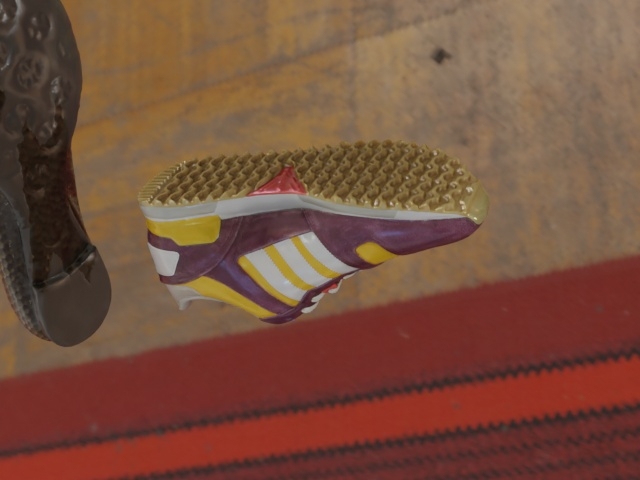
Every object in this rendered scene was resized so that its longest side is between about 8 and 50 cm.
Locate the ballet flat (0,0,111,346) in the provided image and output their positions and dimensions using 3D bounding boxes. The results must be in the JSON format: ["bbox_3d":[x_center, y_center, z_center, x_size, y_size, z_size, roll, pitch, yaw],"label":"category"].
[{"bbox_3d":[-0.172,-0.046,0.895,0.058,0.250,0.084,27,48,37],"label":"ballet flat"}]

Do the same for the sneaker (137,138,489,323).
[{"bbox_3d":[0.000,0.000,0.797,0.185,0.084,0.069,1,32,23],"label":"sneaker"}]
